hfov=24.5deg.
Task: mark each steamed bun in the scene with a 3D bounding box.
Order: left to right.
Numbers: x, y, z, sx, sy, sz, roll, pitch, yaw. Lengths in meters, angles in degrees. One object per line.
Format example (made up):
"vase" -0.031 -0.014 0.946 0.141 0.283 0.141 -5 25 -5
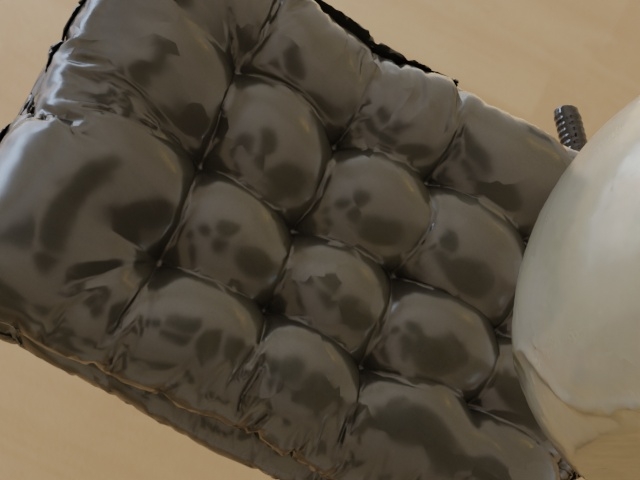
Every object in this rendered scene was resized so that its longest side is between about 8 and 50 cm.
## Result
"steamed bun" 0.179 0.006 0.480 0.231 0.232 0.145 6 70 -6

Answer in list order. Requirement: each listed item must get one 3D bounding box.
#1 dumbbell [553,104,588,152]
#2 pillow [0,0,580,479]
"dumbbell" 0.238 0.040 1.203 0.143 0.143 0.325 -7 71 -10
"pillow" 0.000 0.000 0.694 0.326 0.101 0.228 27 65 -9
